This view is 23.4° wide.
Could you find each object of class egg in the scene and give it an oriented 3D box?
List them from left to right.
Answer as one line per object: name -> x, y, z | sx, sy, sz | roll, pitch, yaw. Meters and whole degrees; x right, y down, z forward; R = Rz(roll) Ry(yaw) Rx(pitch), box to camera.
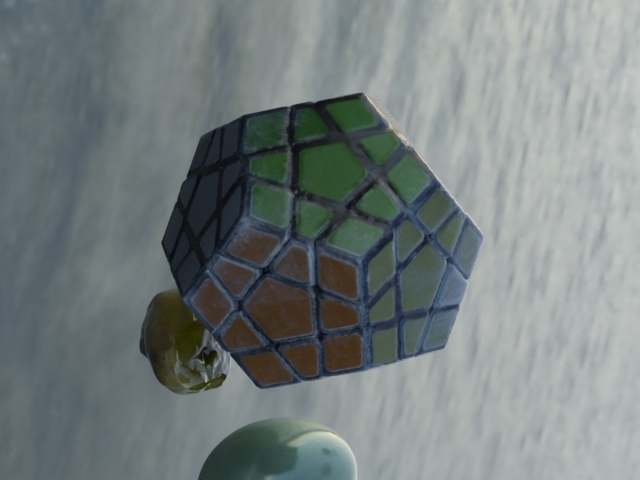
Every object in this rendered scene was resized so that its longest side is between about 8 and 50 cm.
egg -> -0.049, 0.278, 1.775 | 0.192, 0.149, 0.149 | -19, 133, -22

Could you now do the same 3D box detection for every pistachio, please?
pistachio -> -0.147, 0.106, 1.709 | 0.189, 0.100, 0.110 | -138, -124, -79

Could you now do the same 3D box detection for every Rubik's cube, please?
Rubik's cube -> 0.000, 0.000, 1.539 | 0.264, 0.319, 0.319 | -38, 164, 6
